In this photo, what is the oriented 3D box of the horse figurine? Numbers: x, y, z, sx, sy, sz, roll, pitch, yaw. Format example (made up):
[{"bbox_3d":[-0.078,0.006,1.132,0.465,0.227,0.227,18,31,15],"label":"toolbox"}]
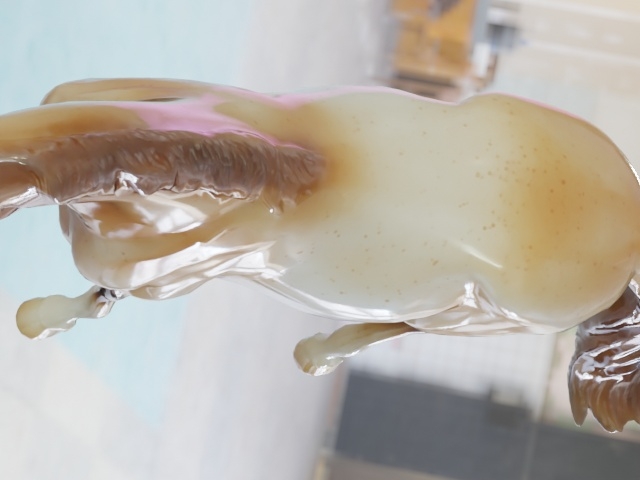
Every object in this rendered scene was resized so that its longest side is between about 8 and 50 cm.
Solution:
[{"bbox_3d":[0.000,0.000,0.500,0.174,0.263,0.066,-24,-120,61],"label":"horse figurine"}]
